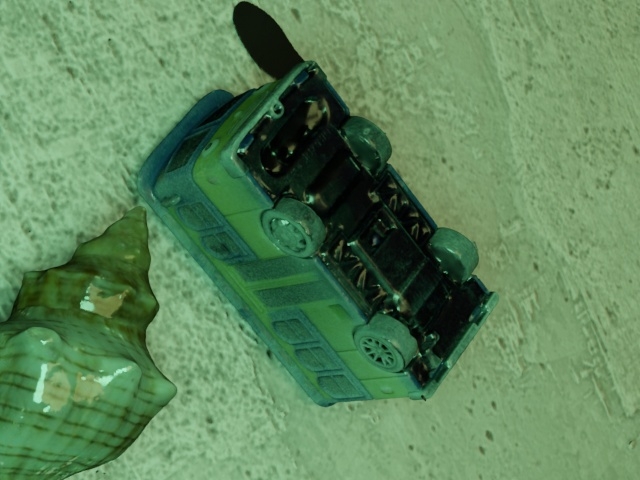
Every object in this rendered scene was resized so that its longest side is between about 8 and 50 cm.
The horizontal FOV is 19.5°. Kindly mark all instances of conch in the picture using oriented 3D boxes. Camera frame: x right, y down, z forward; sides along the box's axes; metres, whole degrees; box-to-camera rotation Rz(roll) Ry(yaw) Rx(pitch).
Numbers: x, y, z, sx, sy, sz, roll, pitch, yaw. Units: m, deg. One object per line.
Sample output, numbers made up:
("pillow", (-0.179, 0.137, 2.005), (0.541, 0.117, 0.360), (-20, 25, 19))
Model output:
("conch", (-0.234, 0.127, 1.545), (0.203, 0.169, 0.386), (30, 54, -6))

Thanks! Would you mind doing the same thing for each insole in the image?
("insole", (-0.035, -0.179, 1.856), (0.153, 0.002, 0.053), (42, 60, -25))

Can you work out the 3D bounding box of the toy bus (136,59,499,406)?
("toy bus", (0.000, 0.000, 1.736), (0.312, 0.190, 0.152), (51, 57, -20))
